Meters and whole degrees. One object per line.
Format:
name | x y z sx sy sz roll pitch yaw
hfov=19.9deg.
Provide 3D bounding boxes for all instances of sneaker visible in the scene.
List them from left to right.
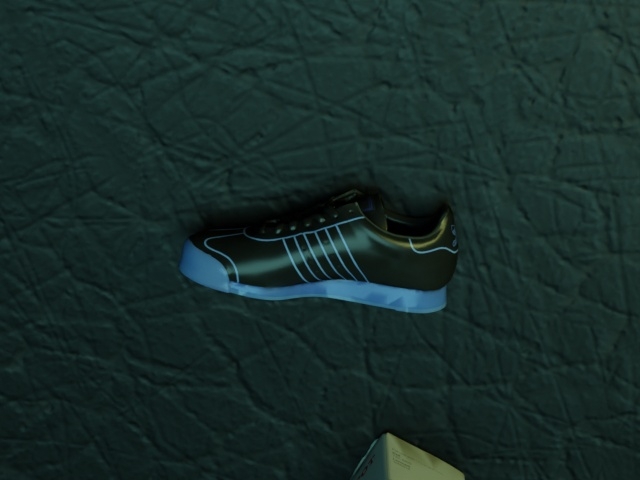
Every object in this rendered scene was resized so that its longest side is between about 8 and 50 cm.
sneaker | 0.000 0.000 1.524 0.232 0.081 0.090 5 110 -6

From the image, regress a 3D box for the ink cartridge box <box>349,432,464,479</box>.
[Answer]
ink cartridge box | 0.056 0.293 1.563 0.092 0.219 0.160 28 112 -11
